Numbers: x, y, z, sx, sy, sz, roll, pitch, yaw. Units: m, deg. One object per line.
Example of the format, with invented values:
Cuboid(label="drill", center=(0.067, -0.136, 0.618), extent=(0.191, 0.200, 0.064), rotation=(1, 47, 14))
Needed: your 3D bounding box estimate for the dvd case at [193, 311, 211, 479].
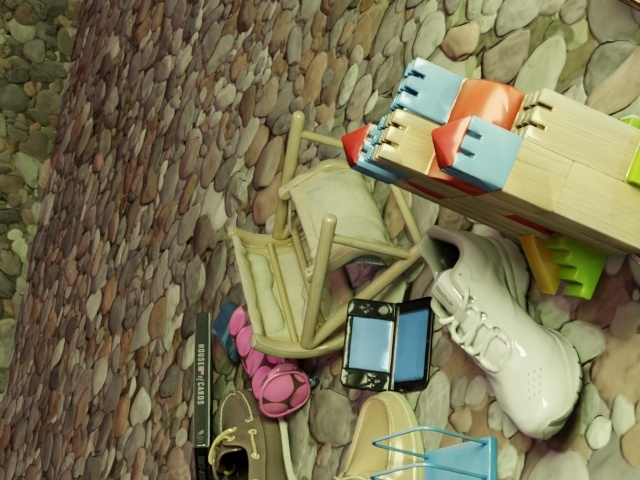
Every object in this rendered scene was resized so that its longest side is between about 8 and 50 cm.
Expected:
Cuboid(label="dvd case", center=(-0.191, 0.264, 1.742), extent=(0.179, 0.030, 0.238), rotation=(96, 172, -54))

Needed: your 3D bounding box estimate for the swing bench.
Cuboid(label="swing bench", center=(0.000, 0.000, 1.520), extent=(0.254, 0.165, 0.253), rotation=(-59, 31, 32))

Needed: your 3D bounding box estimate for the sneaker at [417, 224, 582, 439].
Cuboid(label="sneaker", center=(0.183, 0.096, 1.173), extent=(0.111, 0.129, 0.297), rotation=(-54, 34, 25))

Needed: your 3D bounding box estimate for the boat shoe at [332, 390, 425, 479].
Cuboid(label="boat shoe", center=(0.053, 0.326, 1.293), extent=(0.109, 0.098, 0.302), rotation=(-21, 56, 55))

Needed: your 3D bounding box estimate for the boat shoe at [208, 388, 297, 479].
Cuboid(label="boat shoe", center=(-0.107, 0.329, 1.571), extent=(0.116, 0.097, 0.324), rotation=(-58, 31, 25))

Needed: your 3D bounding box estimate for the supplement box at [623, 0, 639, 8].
Cuboid(label="supplement box", center=(0.378, -0.318, 1.075), extent=(0.194, 0.129, 0.191), rotation=(-62, 30, 16))

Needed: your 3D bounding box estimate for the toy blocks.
Cuboid(label="toy blocks", center=(0.166, -0.081, 1.041), extent=(0.381, 0.261, 0.190), rotation=(-178, 110, -83))

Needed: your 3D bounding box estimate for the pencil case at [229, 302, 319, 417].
Cuboid(label="pencil case", center=(-0.078, 0.170, 1.624), extent=(0.209, 0.095, 0.098), rotation=(-124, 23, -53))

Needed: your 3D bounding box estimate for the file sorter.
Cuboid(label="file sorter", center=(0.119, 0.303, 1.187), extent=(0.118, 0.104, 0.170), rotation=(-30, 49, 51))

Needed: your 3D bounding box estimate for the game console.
Cuboid(label="game console", center=(0.086, 0.131, 1.382), extent=(0.071, 0.107, 0.122), rotation=(104, 173, -71))

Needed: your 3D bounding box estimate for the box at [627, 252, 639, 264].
Cuboid(label="box", center=(0.399, -0.119, 0.854), extent=(0.318, 0.097, 0.395), rotation=(-106, 40, -75))

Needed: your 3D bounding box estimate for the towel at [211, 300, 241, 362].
Cuboid(label="towel", center=(-0.148, 0.153, 1.818), extent=(0.067, 0.029, 0.119), rotation=(-64, 29, 12))
